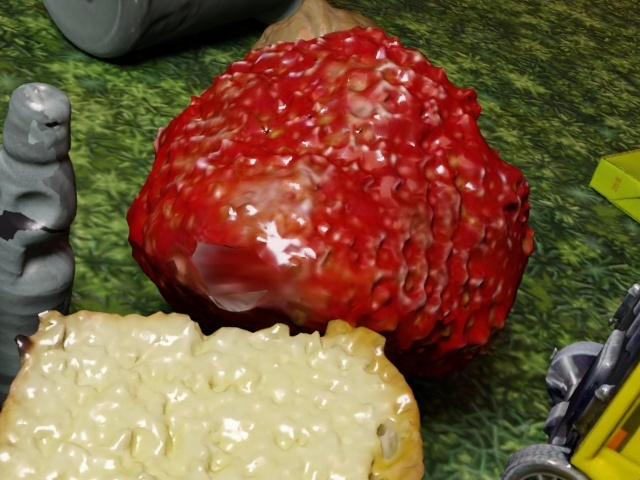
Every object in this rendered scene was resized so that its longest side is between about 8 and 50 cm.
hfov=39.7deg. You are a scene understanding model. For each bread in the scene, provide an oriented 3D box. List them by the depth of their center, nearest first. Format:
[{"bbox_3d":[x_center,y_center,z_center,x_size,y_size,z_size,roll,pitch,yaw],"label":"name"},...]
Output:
[{"bbox_3d":[-0.053,0.192,0.329,0.194,0.179,0.340,9,37,-8],"label":"bread"}]

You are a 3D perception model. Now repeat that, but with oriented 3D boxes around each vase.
[{"bbox_3d":[-0.169,0.005,0.508,0.059,0.211,0.060,13,33,-9],"label":"vase"},{"bbox_3d":[-0.156,-0.332,0.986,0.245,0.245,0.291,35,43,25],"label":"vase"}]

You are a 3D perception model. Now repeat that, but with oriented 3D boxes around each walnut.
[{"bbox_3d":[0.001,-0.172,0.895,0.166,0.149,0.166,-8,20,3],"label":"walnut"}]

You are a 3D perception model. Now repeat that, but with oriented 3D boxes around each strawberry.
[{"bbox_3d":[-0.002,-0.003,0.579,0.261,0.261,0.258,24,54,10],"label":"strawberry"}]

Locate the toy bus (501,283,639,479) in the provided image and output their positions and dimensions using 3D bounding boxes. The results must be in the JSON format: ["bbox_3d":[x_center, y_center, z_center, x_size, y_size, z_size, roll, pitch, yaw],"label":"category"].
[{"bbox_3d":[0.229,0.061,0.498,0.152,0.330,0.144,29,36,12],"label":"toy bus"}]

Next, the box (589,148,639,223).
[{"bbox_3d":[0.467,0.003,0.934,0.187,0.047,0.335,-14,43,-36],"label":"box"}]
